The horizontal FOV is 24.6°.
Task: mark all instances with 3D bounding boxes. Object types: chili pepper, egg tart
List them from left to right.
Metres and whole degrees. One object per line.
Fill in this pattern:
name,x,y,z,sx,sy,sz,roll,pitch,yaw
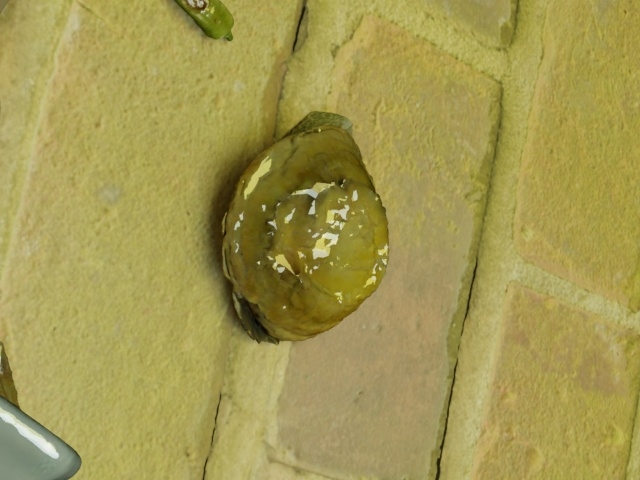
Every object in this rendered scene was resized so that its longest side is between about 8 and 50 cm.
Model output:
chili pepper,-0.149,-0.290,1.526,0.049,0.043,0.208,-37,111,-21
egg tart,0.000,0.000,1.570,0.231,0.098,0.252,9,98,-43

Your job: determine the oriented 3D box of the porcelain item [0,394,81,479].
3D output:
porcelain item,-0.383,0.289,1.182,0.242,0.178,0.405,39,75,-18

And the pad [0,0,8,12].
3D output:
pad,-0.353,-0.293,1.382,0.176,0.002,0.266,41,64,-30

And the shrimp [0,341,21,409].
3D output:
shrimp,-0.340,0.210,1.323,0.168,0.077,0.317,-11,98,-37

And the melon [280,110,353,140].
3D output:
melon,-0.028,-0.060,1.619,0.182,0.054,0.098,-39,127,-34
